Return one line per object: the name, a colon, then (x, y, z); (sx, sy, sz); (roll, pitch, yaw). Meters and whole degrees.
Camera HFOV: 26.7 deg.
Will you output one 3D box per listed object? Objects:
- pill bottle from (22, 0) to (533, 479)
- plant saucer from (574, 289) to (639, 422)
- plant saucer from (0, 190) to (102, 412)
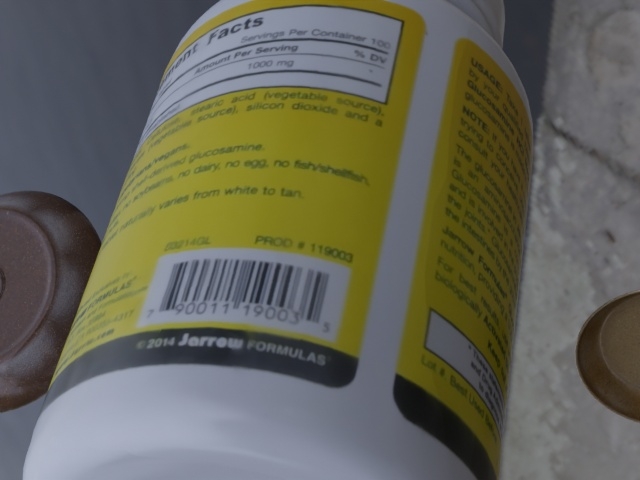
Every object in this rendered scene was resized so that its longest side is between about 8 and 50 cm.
pill bottle: (0.000, 0.000, 0.620); (0.187, 0.334, 0.188); (8, 140, 7)
plant saucer: (0.161, 0.051, 0.625); (0.083, 0.015, 0.083); (8, 127, 11)
plant saucer: (-0.273, 0.045, 1.126); (0.198, 0.199, 0.036); (40, 179, 30)
